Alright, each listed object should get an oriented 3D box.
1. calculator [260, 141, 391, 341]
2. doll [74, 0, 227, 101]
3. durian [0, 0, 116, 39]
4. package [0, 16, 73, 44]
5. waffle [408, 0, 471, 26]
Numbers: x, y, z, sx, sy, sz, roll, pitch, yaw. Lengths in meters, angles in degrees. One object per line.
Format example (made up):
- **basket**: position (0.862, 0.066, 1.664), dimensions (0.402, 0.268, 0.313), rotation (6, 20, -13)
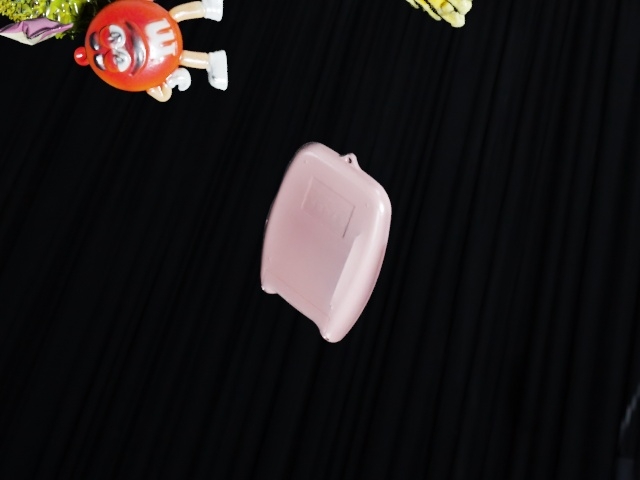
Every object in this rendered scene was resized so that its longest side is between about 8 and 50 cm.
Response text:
- **calculator**: position (0.000, 0.000, 1.718), dimensions (0.220, 0.048, 0.330), rotation (37, 128, 25)
- **doll**: position (-0.244, -0.290, 1.554), dimensions (0.217, 0.183, 0.085), rotation (-4, -171, -9)
- **durian**: position (-0.403, -0.436, 1.655), dimensions (0.291, 0.225, 0.291), rotation (0, 114, 0)
- **package**: position (-0.336, -0.247, 1.273), dimensions (0.083, 0.059, 0.029), rotation (18, 127, 41)
- **waffle**: position (0.125, -0.420, 1.558), dimensions (0.261, 0.056, 0.250), rotation (39, 163, 16)
